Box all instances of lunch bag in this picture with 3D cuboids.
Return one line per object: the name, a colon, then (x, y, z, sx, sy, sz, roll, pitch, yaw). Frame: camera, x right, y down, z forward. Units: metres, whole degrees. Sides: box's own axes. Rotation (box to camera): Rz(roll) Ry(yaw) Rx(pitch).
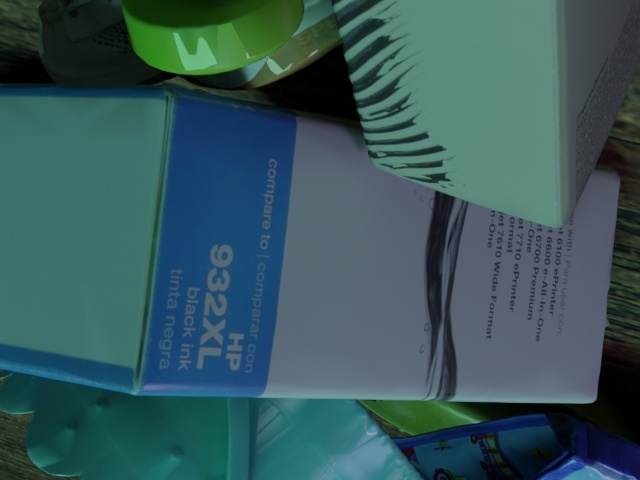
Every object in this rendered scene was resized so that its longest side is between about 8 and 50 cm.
lunch bag: (0.193, 0.201, 1.265, 0.221, 0.138, 0.293, 27, 147, -19)

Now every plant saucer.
plant saucer: (0.127, 0.118, 1.323, 0.241, 0.037, 0.241, 21, 160, 8)

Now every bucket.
bucket: (-0.069, 0.137, 1.237, 0.281, 0.183, 0.281, 49, 176, 4)

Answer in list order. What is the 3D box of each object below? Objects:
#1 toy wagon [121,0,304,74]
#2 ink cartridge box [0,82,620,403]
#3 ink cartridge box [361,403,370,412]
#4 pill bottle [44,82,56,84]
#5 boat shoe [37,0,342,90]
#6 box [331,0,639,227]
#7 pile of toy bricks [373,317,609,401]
toy wagon: (-0.062, -0.177, 0.501, 0.344, 0.068, 0.267, 28, 142, 41)
ink cartridge box: (-0.034, 0.005, 0.890, 0.223, 0.129, 0.307, 4, 178, 45)
ink cartridge box: (-0.049, 0.164, 1.439, 0.127, 0.175, 0.072, 30, 163, -15)
pill bottle: (-0.216, -0.028, 1.201, 0.124, 0.124, 0.221, 33, 160, -25)
boat shoe: (-0.071, -0.128, 0.836, 0.277, 0.098, 0.096, 5, 128, 60)
box: (0.065, -0.116, 0.664, 0.094, 0.113, 0.275, 20, 159, 17)
pile of toy bricks: (0.064, 0.023, 1.072, 0.105, 0.118, 0.212, 63, 160, -10)
